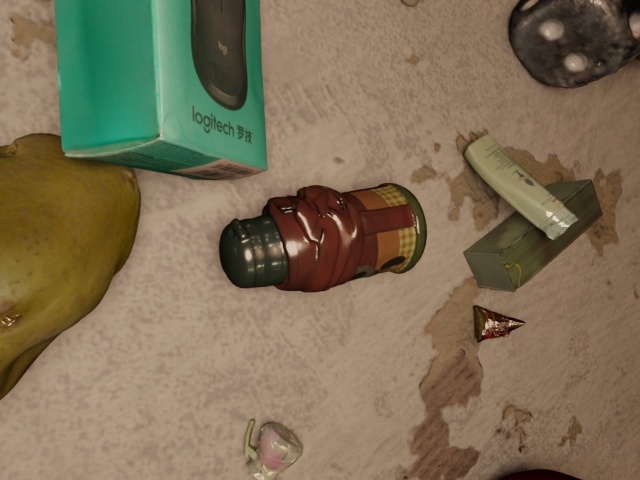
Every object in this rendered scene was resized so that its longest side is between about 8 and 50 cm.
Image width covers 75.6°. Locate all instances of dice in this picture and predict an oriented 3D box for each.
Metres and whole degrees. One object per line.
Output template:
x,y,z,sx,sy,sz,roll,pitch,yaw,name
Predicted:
0.484,-0.412,0.762,0.183,0.181,0.182,40,72,-19,dice

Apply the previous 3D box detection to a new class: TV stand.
0.397,-0.013,0.766,0.269,0.088,0.083,-32,104,-20,TV stand

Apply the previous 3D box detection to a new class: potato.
-0.323,0.024,0.375,0.218,0.202,0.351,45,58,-6,potato

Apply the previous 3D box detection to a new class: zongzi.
0.326,0.150,0.741,0.083,0.073,0.067,13,66,-26,zongzi

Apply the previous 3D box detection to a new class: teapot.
-0.071,0.287,0.565,0.083,0.064,0.064,31,83,11,teapot

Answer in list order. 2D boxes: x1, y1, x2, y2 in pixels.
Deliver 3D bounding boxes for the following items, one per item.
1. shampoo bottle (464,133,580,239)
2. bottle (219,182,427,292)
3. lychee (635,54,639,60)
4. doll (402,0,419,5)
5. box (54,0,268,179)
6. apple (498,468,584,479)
0.340,-0.094,0.709,0.072,0.049,0.212,-34,71,-26,shampoo bottle
0.000,0.000,0.557,0.271,0.143,0.156,-10,133,-28,bottle
0.739,-0.522,0.810,0.306,0.306,0.330,10,94,-25,lychee
0.109,-0.459,0.634,0.192,0.095,0.149,12,87,-27,doll
-0.153,-0.230,0.437,0.118,0.205,0.312,-2,90,18,box
0.400,0.520,0.639,0.288,0.317,0.288,0,89,-22,apple
